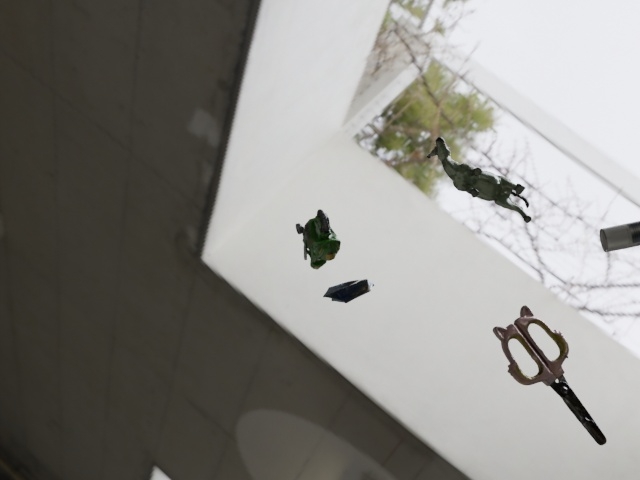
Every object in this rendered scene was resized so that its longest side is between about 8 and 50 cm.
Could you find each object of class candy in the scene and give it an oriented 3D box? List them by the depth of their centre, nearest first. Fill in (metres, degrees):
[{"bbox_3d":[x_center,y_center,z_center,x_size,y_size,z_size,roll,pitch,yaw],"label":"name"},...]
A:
[{"bbox_3d":[0.053,0.094,1.762,0.136,0.088,0.038,37,36,-79],"label":"candy"}]

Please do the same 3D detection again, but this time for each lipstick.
[{"bbox_3d":[0.510,-0.014,1.483,0.141,0.040,0.040,-11,-51,4],"label":"lipstick"}]

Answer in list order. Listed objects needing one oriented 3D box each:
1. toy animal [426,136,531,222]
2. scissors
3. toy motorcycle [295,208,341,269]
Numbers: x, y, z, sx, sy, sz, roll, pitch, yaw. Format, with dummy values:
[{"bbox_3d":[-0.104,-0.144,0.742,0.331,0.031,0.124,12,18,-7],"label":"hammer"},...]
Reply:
[{"bbox_3d":[0.316,-0.120,1.886,0.217,0.073,0.176,25,14,-14],"label":"toy animal"},{"bbox_3d":[0.483,0.283,1.947,0.317,0.160,0.024,53,-25,10],"label":"scissors"},{"bbox_3d":[0.000,0.000,2.026,0.190,0.074,0.106,128,-56,-72],"label":"toy motorcycle"}]
